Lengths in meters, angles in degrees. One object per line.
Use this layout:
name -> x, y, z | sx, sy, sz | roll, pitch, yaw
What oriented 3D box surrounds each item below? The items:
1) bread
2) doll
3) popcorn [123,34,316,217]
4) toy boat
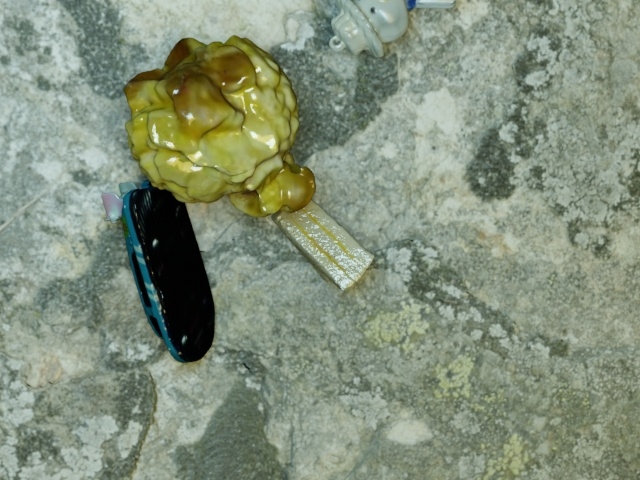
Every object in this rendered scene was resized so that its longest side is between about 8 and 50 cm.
bread -> 0.002, -0.003, 1.823 | 0.077, 0.105, 0.152 | -45, 108, -9
doll -> 0.132, -0.389, 1.771 | 0.293, 0.119, 0.138 | -36, 73, -4
popcorn -> -0.142, -0.167, 1.700 | 0.332, 0.225, 0.265 | 33, 71, -25
toy boat -> -0.257, 0.052, 1.781 | 0.092, 0.134, 0.299 | -5, 108, 25
